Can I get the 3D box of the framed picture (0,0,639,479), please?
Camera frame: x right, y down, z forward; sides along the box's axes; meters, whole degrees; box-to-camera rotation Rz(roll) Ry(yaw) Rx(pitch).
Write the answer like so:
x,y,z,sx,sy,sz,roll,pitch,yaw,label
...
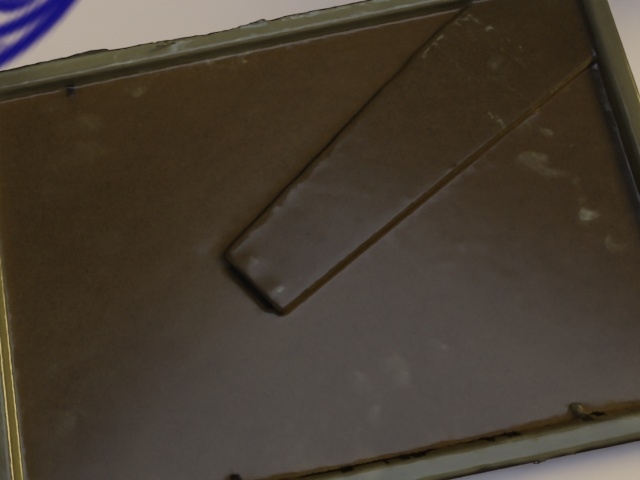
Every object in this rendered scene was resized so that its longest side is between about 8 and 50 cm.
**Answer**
x,y,z,sx,sy,sz,roll,pitch,yaw,label
0.000,0.000,0.342,0.250,0.016,0.184,-12,72,-2,framed picture
